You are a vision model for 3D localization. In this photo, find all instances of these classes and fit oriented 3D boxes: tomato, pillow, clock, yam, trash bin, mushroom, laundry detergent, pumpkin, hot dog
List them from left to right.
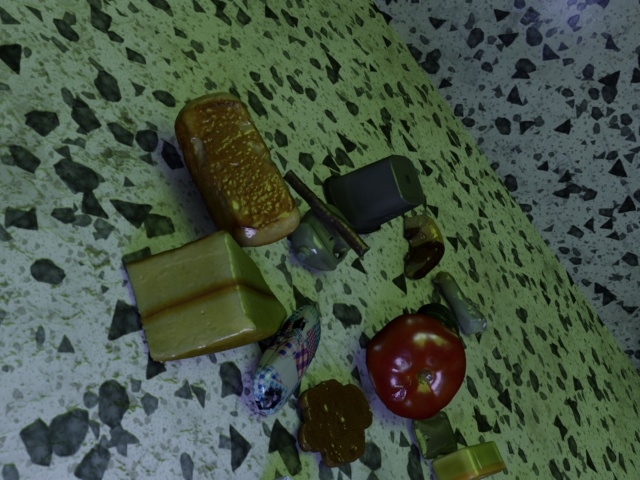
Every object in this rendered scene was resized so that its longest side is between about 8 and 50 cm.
[{"bbox_3d":[-0.214,-0.156,1.570,0.185,0.223,0.405,-24,80,-18],"label":"hot dog"},{"bbox_3d":[0.000,0.000,1.833,0.181,0.091,0.253,53,33,-5],"label":"laundry detergent"},{"bbox_3d":[0.016,-0.081,1.807,0.327,0.045,0.045,46,12,5],"label":"yam"},{"bbox_3d":[0.184,-0.155,2.053,0.220,0.250,0.219,-5,74,-54],"label":"trash bin"},{"bbox_3d":[0.267,0.347,1.775,0.298,0.299,0.226,50,-6,-13],"label":"tomato"},{"bbox_3d":[0.361,0.303,2.008,0.211,0.152,0.211,49,32,-47],"label":"pumpkin"},{"bbox_3d":[0.340,0.577,1.865,0.218,0.033,0.130,12,56,-48],"label":"pillow"},{"bbox_3d":[0.515,0.233,2.320,0.278,0.099,0.096,56,20,4],"label":"mushroom"},{"bbox_3d":[0.431,0.654,1.822,0.202,0.143,0.096,10,49,-48],"label":"clock"}]

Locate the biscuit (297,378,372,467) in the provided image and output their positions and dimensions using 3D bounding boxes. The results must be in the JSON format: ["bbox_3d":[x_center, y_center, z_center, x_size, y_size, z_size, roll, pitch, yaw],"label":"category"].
[{"bbox_3d":[0.033,0.454,1.560,0.290,0.041,0.208,-10,71,-53],"label":"biscuit"}]

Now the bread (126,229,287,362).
[{"bbox_3d":[-0.236,0.149,1.450,0.361,0.245,0.233,57,14,-75],"label":"bread"}]

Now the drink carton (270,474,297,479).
[{"bbox_3d":[-0.074,0.636,1.220,0.131,0.107,0.314,41,37,-26],"label":"drink carton"}]

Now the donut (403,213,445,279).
[{"bbox_3d":[0.391,0.032,2.295,0.151,0.112,0.294,36,41,-27],"label":"donut"}]

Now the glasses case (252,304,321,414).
[{"bbox_3d":[-0.074,0.278,1.505,0.327,0.076,0.125,-52,140,-54],"label":"glasses case"}]
